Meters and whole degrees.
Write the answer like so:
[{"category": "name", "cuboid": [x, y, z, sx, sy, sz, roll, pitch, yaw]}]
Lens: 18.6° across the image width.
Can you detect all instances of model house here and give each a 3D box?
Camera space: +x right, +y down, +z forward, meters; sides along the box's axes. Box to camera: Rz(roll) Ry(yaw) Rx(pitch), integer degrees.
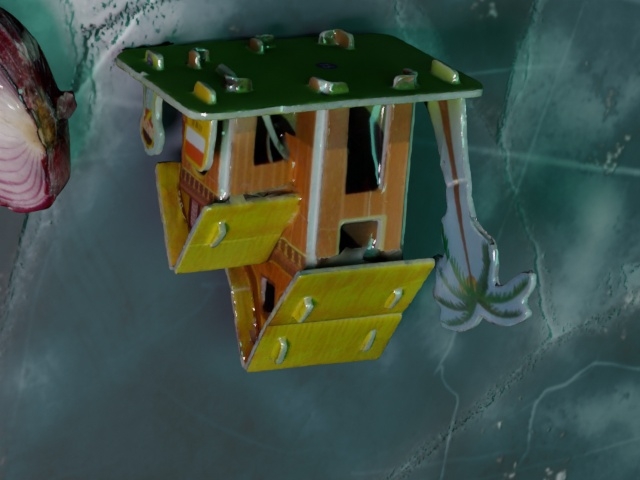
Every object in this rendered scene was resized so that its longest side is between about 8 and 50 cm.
[{"category": "model house", "cuboid": [0.000, 0.000, 1.814, 0.300, 0.340, 0.323, -8, 115, -27]}]

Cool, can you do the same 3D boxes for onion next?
[{"category": "onion", "cuboid": [-0.290, -0.131, 1.737, 0.098, 0.151, 0.206, -56, 146, -44]}]
